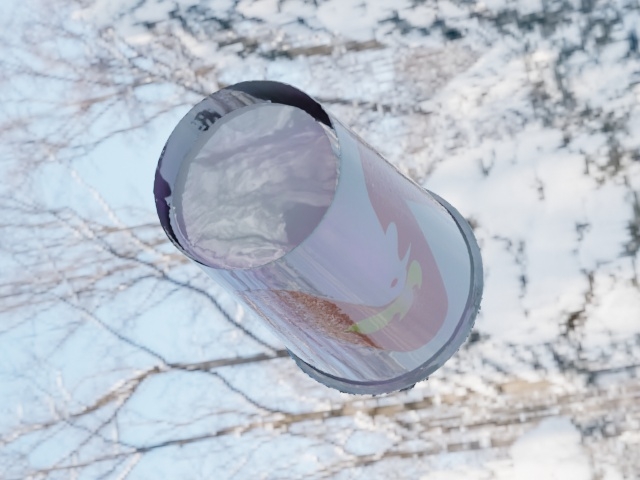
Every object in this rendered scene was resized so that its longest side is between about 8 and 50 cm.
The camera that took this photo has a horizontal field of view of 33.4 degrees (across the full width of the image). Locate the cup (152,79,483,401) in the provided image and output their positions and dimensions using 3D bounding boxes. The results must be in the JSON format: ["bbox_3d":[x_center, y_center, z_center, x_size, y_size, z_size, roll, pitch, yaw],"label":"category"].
[{"bbox_3d":[0.000,0.000,0.814,0.288,0.203,0.203,41,-139,-62],"label":"cup"}]
